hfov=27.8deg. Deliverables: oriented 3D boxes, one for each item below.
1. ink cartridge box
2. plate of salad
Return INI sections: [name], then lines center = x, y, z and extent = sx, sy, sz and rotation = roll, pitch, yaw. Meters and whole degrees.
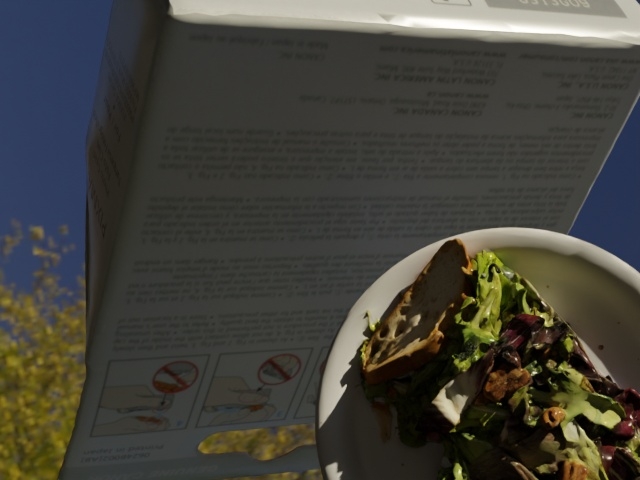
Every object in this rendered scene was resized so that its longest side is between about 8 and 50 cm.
[ink cartridge box]
center = 0.000, 0.000, 0.823
extent = 0.091, 0.308, 0.385
rotation = -115, -146, -41
[plate of salad]
center = 0.093, 0.086, 0.645
extent = 0.199, 0.048, 0.200
rotation = -3, -109, 10
